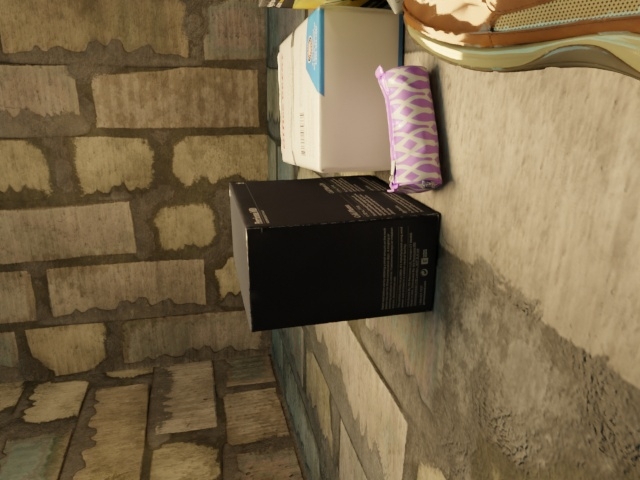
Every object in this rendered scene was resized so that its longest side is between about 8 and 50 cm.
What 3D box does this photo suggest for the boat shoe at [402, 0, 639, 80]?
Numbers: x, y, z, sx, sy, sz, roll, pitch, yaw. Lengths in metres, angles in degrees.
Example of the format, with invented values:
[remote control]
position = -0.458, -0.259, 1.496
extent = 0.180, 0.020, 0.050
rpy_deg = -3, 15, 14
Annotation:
[boat shoe]
position = 0.190, -0.187, 0.349
extent = 0.324, 0.122, 0.120
rpy_deg = 29, 145, 46

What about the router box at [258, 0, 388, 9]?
[router box]
position = 0.032, -0.460, 0.850
extent = 0.309, 0.242, 0.081
rpy_deg = -140, 48, -73

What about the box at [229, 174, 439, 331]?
[box]
position = 0.000, 0.000, 0.954
extent = 0.343, 0.312, 0.179
rpy_deg = -127, 35, -68

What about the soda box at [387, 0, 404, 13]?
[soda box]
position = 0.071, -0.375, 0.561
extent = 0.098, 0.091, 0.286
rpy_deg = 55, -163, -50

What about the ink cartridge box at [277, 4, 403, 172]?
[ink cartridge box]
position = 0.024, -0.302, 1.090
extent = 0.395, 0.166, 0.286
rpy_deg = -141, 49, -71

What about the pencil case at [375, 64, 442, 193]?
[pencil case]
position = 0.138, -0.171, 0.809
extent = 0.086, 0.088, 0.206
rpy_deg = 139, 127, -75
